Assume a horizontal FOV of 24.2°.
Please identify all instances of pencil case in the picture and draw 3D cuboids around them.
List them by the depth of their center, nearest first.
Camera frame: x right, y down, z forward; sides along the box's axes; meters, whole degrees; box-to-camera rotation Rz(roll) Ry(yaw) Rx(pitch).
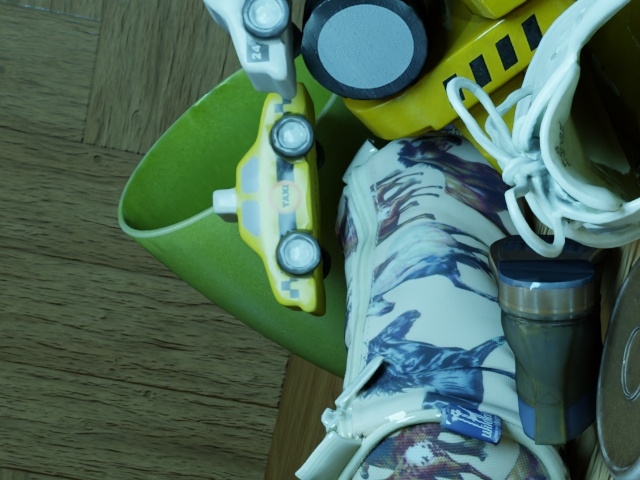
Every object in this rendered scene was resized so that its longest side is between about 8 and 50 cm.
[{"bbox_3d":[0.084,0.071,1.124,0.160,0.183,0.410,-41,22,24],"label":"pencil case"}]

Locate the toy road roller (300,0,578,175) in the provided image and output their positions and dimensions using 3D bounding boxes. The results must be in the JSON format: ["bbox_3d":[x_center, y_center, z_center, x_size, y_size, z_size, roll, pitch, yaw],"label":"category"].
[{"bbox_3d":[0.151,-0.200,1.149,0.329,0.240,0.202,-35,28,24],"label":"toy road roller"}]

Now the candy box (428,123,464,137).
[{"bbox_3d":[0.101,-0.078,1.598,0.187,0.109,0.053,118,162,-69],"label":"candy box"}]

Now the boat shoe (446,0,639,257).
[{"bbox_3d":[0.146,-0.057,0.766,0.136,0.156,0.367,56,162,4],"label":"boat shoe"}]

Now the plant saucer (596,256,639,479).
[{"bbox_3d":[0.191,0.071,0.850,0.168,0.029,0.168,-170,90,-84],"label":"plant saucer"}]

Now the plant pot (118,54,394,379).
[{"bbox_3d":[0.000,0.000,1.460,0.275,0.293,0.275,-31,26,17],"label":"plant pot"}]

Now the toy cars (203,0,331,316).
[{"bbox_3d":[-0.051,-0.114,1.161,0.176,0.087,0.394,-87,-8,-56],"label":"toy cars"}]

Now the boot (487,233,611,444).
[{"bbox_3d":[0.150,0.056,0.983,0.219,0.082,0.106,-35,-56,-73],"label":"boot"}]
